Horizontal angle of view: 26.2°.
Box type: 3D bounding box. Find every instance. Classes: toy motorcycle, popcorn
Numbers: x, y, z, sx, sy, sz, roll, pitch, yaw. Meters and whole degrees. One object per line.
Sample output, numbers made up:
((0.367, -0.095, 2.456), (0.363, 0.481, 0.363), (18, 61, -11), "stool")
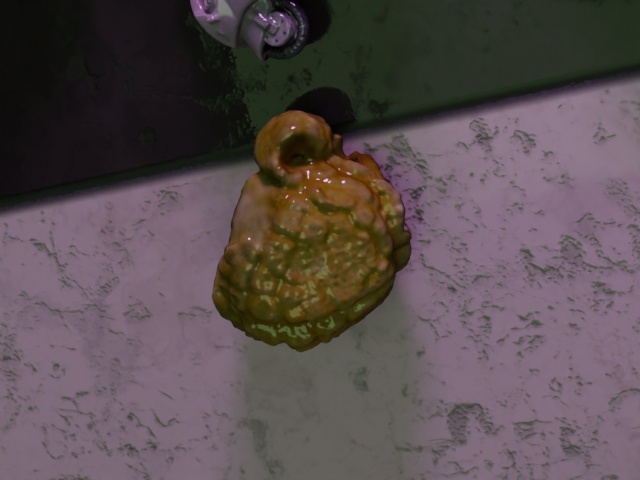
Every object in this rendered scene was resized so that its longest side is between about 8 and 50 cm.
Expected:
((-0.106, -0.333, 1.625), (0.171, 0.110, 0.260), (-10, 98, 26), "toy motorcycle")
((0.000, 0.000, 1.665), (0.225, 0.174, 0.286), (17, 98, -9), "popcorn")
